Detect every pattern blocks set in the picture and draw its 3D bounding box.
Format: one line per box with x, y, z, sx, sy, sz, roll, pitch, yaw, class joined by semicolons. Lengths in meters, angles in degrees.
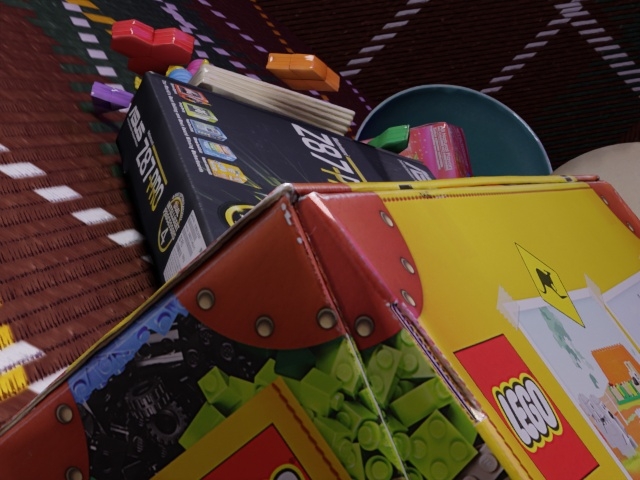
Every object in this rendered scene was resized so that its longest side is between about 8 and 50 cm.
-0.074;-0.120;1.478;0.325;0.026;0.285;12;-24;-12;pattern blocks set

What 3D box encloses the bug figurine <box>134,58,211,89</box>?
-0.110;-0.146;1.808;0.279;0.072;0.216;40;12;-23;bug figurine

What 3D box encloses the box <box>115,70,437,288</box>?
0.000;0.000;1.275;0.318;0.097;0.395;18;20;-22;box

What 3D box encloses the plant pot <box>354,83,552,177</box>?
0.164;-0.049;2.047;0.290;0.290;0.195;47;-24;10;plant pot

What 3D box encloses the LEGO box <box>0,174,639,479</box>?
0.125;0.165;0.743;0.372;0.193;0.500;55;21;12;LEGO box

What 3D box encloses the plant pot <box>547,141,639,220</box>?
0.282;0.090;1.265;0.256;0.256;0.274;43;32;-13;plant pot

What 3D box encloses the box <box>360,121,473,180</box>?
0.139;-0.011;1.812;0.128;0.123;0.256;-1;79;-74;box
